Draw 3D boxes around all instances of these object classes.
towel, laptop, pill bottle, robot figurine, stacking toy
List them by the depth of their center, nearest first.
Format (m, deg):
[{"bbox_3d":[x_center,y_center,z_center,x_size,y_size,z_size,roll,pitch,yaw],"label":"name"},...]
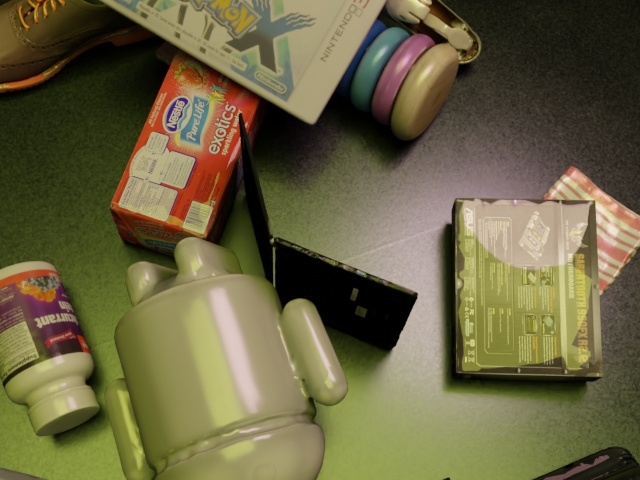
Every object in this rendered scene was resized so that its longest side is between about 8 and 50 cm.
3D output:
[{"bbox_3d":[-0.115,0.176,1.097,0.300,0.200,0.353,-26,70,20],"label":"robot figurine"},{"bbox_3d":[0.000,0.000,1.151,0.264,0.234,0.137,21,71,6],"label":"laptop"},{"bbox_3d":[-0.339,0.132,1.151,0.108,0.108,0.193,-23,73,-11],"label":"pill bottle"},{"bbox_3d":[0.336,0.009,1.275,0.144,0.029,0.197,38,72,12],"label":"towel"},{"bbox_3d":[0.020,-0.274,1.321,0.330,0.141,0.141,32,71,15],"label":"stacking toy"}]

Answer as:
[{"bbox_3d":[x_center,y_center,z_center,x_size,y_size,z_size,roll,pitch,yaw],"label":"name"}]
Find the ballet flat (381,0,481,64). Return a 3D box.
[{"bbox_3d":[0.145,-0.312,1.307,0.072,0.213,0.068,-54,35,12],"label":"ballet flat"}]

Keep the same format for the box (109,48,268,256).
[{"bbox_3d":[-0.164,-0.112,1.243,0.128,0.122,0.257,17,69,2],"label":"box"}]

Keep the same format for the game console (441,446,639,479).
[{"bbox_3d":[0.237,0.366,1.131,0.361,0.044,0.213,-20,73,-10],"label":"game console"}]

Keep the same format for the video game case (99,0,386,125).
[{"bbox_3d":[-0.075,-0.352,1.173,0.329,0.036,0.300,30,96,-6],"label":"video game case"}]

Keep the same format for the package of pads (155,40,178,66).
[{"bbox_3d":[-0.189,-0.277,1.352,0.050,0.032,0.083,38,72,8],"label":"package of pads"}]

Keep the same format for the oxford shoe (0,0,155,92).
[{"bbox_3d":[-0.371,-0.314,1.302,0.363,0.133,0.130,-26,73,-12],"label":"oxford shoe"}]

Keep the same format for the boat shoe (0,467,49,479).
[{"bbox_3d":[-0.299,0.330,1.100,0.228,0.080,0.076,17,87,0],"label":"boat shoe"}]

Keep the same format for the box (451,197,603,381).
[{"bbox_3d":[0.260,0.062,1.217,0.183,0.056,0.231,1,76,2],"label":"box"}]
